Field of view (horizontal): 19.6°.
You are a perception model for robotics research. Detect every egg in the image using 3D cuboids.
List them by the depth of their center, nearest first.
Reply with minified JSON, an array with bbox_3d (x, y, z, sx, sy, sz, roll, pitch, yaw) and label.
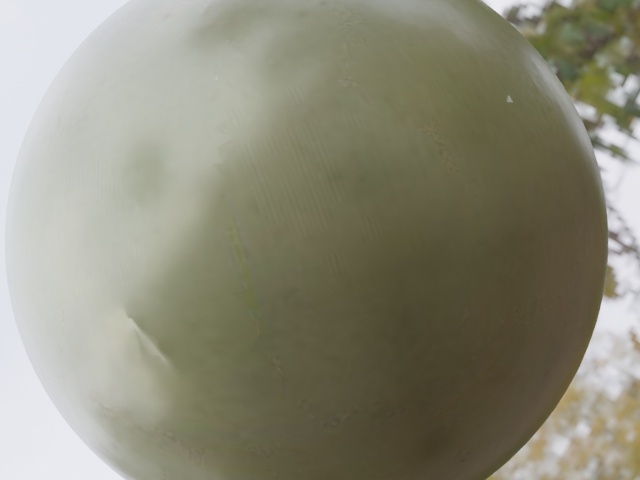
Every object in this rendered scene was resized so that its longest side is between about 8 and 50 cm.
[{"bbox_3d":[0.000,0.000,0.611,0.188,0.189,0.254,-63,-9,6],"label":"egg"}]
